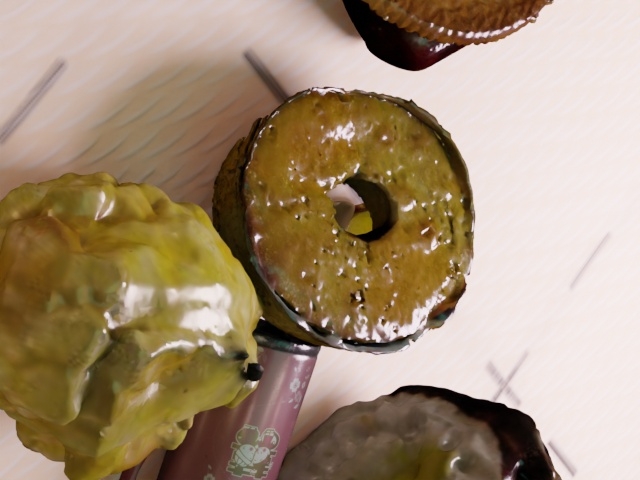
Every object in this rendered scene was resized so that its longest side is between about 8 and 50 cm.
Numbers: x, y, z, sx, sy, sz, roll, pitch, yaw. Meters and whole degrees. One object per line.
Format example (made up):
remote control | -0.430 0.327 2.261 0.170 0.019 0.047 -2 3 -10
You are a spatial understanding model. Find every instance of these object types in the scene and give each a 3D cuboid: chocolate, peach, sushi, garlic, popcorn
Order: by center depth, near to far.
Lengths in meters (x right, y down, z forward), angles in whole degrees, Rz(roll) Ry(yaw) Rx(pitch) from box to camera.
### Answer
popcorn | -0.173 0.070 1.300 0.286 0.215 0.252 1 98 -47
chocolate | 0.065 -0.222 1.495 0.080 0.125 0.148 -34 89 -18
garlic | 0.000 0.000 1.536 0.041 0.053 0.083 48 52 -40
peach | 0.051 0.001 1.585 0.077 0.050 0.083 -15 107 -14
sushi | 0.115 0.323 1.604 0.299 0.281 0.294 -36 127 -10

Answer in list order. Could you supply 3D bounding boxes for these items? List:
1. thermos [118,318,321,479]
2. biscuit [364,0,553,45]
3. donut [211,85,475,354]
thermos | -0.110 0.235 1.477 0.136 0.109 0.330 13 96 -57
biscuit | 0.101 -0.316 1.437 0.305 0.038 0.305 10 69 -27
donut | 0.017 -0.018 1.465 0.272 0.107 0.272 6 79 -34
